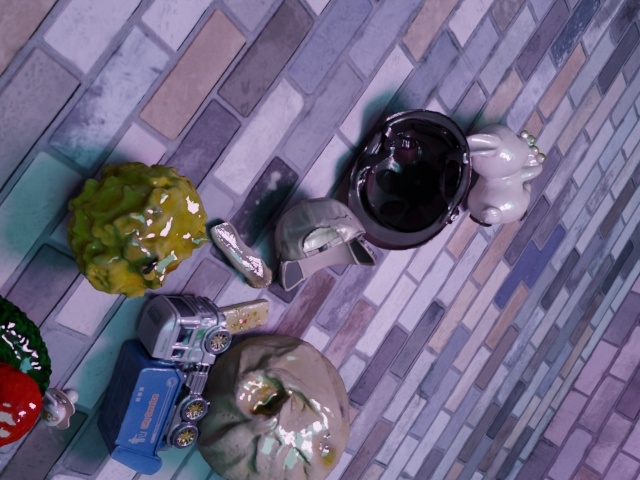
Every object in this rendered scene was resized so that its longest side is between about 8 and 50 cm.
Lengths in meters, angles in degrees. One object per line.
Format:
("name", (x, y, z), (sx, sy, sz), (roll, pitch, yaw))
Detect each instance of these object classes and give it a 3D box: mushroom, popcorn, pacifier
("mushroom", (-0.175, 0.031, 1.311), (0.059, 0.054, 0.202), (-51, 128, -18))
("popcorn", (-0.312, -0.018, 1.049), (0.249, 0.225, 0.249), (-20, 120, -39))
("pacifier", (-0.499, 0.311, 1.155), (0.099, 0.081, 0.078), (-59, 173, 30))

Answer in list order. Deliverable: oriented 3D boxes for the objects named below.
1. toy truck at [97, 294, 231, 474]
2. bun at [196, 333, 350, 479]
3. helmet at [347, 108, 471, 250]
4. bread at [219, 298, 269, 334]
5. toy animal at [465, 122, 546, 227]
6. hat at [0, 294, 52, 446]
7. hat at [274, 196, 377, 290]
("toy truck", (-0.321, 0.291, 1.234), (0.175, 0.146, 0.367), (15, 99, -39))
("bun", (-0.090, 0.372, 1.335), (0.365, 0.365, 0.219), (-29, 168, -28))
("helmet", (0.218, -0.137, 1.445), (0.338, 0.271, 0.197), (-69, 166, 3))
("bread", (-0.184, 0.179, 1.381), (0.153, 0.028, 0.068), (-8, 113, -40))
("toy animal", (0.478, -0.194, 1.670), (0.247, 0.183, 0.310), (-34, 128, -25))
("hat", (-0.524, 0.221, 0.899), (0.242, 0.332, 0.274), (-51, 131, -13))
("hat", (0.002, 0.006, 1.377), (0.232, 0.161, 0.275), (-14, 150, 7))
